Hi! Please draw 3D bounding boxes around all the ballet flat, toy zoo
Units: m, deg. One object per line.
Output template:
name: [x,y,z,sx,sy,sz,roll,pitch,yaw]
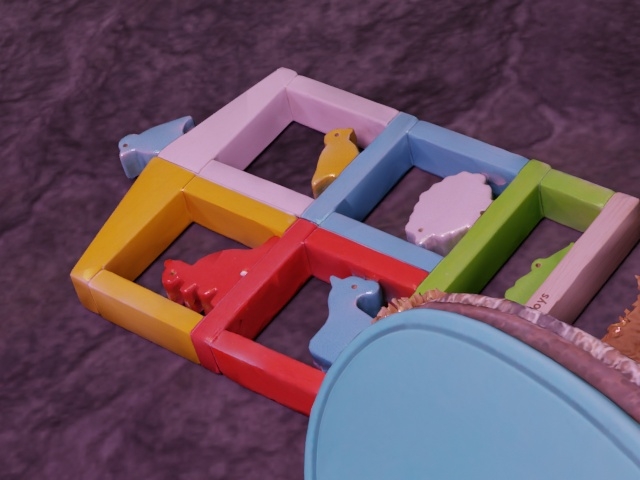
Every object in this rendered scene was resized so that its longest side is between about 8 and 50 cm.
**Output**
ballet flat: [0.158,0.193,0.508,0.164,0.182,0.483,-59,38,16]
toy zoo: [0.000,0.000,1.017,0.293,0.030,0.192,22,56,32]

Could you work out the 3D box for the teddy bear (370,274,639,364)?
teddy bear: [0.077,0.136,0.813,0.338,0.113,0.245,-41,51,-18]
